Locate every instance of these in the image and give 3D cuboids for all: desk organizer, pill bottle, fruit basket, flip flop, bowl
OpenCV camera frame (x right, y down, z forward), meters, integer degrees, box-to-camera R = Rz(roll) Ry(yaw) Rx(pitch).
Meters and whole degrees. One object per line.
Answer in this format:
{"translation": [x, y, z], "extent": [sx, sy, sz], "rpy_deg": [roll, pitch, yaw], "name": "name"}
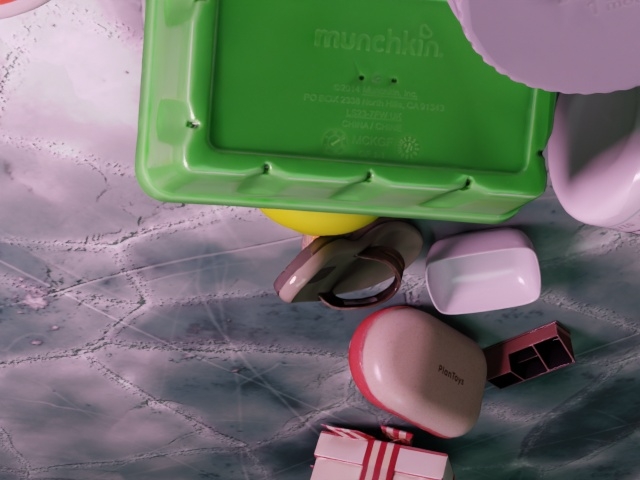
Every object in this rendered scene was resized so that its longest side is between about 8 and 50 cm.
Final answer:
{"translation": [0.303, 0.170, 1.513], "extent": [0.130, 0.050, 0.047], "rpy_deg": [-27, 138, 31], "name": "desk organizer"}
{"translation": [0.430, -0.085, 1.025], "extent": [0.361, 0.204, 0.204], "rpy_deg": [11, 143, -17], "name": "pill bottle"}
{"translation": [0.017, -0.129, 0.957], "extent": [0.392, 0.283, 0.392], "rpy_deg": [5, -173, -1], "name": "fruit basket"}
{"translation": [0.047, 0.038, 1.183], "extent": [0.112, 0.080, 0.277], "rpy_deg": [-55, 161, 20], "name": "flip flop"}
{"translation": [0.204, 0.034, 1.312], "extent": [0.142, 0.053, 0.142], "rpy_deg": [-10, 144, 9], "name": "bowl"}

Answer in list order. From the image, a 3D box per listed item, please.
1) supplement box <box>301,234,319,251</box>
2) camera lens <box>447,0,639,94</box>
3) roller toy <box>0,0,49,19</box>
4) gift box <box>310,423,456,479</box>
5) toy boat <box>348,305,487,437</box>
{"translation": [0.000, 0.000, 1.242], "extent": [0.036, 0.062, 0.098], "rpy_deg": [2, 144, -7], "name": "supplement box"}
{"translation": [0.174, -0.264, 0.689], "extent": [0.219, 0.274, 0.219], "rpy_deg": [-2, 145, -1], "name": "camera lens"}
{"translation": [-0.260, -0.277, 0.758], "extent": [0.191, 0.146, 0.209], "rpy_deg": [-17, 138, 5], "name": "roller toy"}
{"translation": [0.083, 0.460, 1.749], "extent": [0.276, 0.258, 0.255], "rpy_deg": [11, 150, 16], "name": "gift box"}
{"translation": [0.119, 0.185, 1.462], "extent": [0.151, 0.151, 0.231], "rpy_deg": [-7, 150, 44], "name": "toy boat"}
